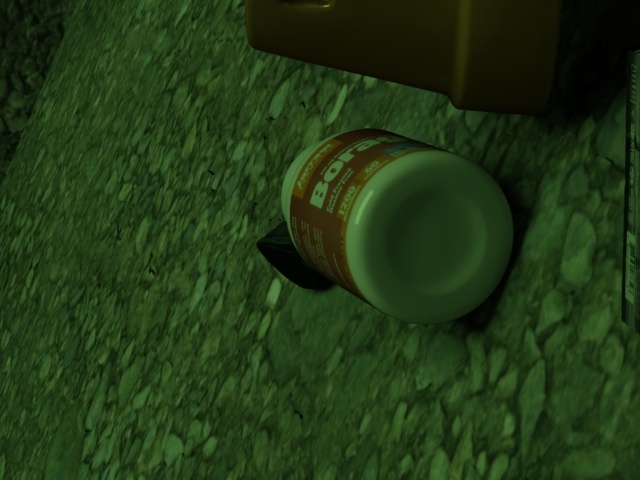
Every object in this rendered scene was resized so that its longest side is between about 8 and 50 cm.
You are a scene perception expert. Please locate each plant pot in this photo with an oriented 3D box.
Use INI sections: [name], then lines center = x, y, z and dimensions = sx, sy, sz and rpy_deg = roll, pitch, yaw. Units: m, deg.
[plant pot]
center = 0.051, -0.231, 1.276
dimensions = 0.291, 0.203, 0.291
rpy_deg = 180, 90, -89

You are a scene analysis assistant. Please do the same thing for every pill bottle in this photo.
[pill bottle]
center = 0.045, -0.017, 1.357
dimensions = 0.121, 0.121, 0.216
rpy_deg = -68, 21, 2

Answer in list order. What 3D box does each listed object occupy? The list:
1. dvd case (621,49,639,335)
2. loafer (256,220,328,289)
[dvd case]
center = 0.209, 0.001, 0.978
dimensions = 0.221, 0.018, 0.164
rpy_deg = -130, 36, -68
[loafer]
center = 0.000, 0.000, 1.562
dimensions = 0.061, 0.062, 0.170
rpy_deg = -51, 19, -18
